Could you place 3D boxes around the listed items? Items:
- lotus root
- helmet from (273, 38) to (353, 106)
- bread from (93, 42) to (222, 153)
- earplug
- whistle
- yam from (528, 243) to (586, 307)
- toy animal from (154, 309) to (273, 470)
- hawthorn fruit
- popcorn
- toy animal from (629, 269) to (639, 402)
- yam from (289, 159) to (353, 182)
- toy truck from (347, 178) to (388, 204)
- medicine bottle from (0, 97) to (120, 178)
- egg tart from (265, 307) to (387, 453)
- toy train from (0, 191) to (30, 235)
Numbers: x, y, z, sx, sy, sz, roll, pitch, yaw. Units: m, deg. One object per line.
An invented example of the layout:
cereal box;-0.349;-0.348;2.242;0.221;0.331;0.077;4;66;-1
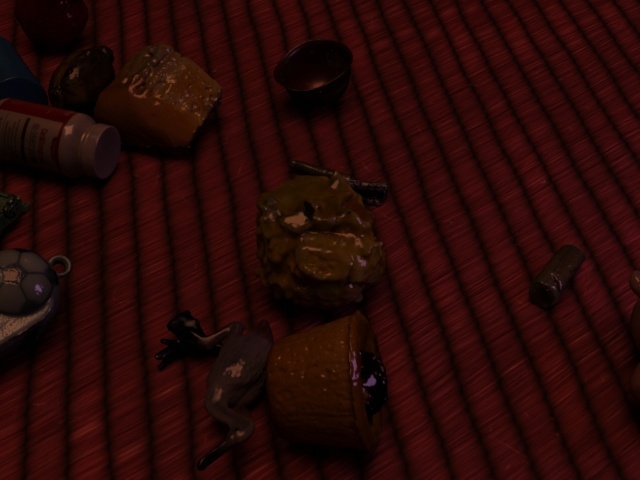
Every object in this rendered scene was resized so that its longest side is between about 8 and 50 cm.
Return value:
lotus root;-0.505;-0.345;2.139;0.120;0.120;0.209;17;50;18
helmet;-0.011;-0.336;2.123;0.175;0.106;0.155;-38;52;-25
bread;-0.351;-0.288;2.047;0.262;0.163;0.204;10;55;23
earplug;-0.685;-0.353;2.148;0.132;0.132;0.273;-20;44;-18
whistle;-0.532;0.106;1.648;0.289;0.164;0.163;-35;53;-31
yam;0.413;0.059;1.745;0.054;0.054;0.132;26;49;25
toy animal;-0.140;0.220;1.567;0.195;0.090;0.324;-21;38;-11
hawthorn fruit;-0.599;-0.532;2.283;0.194;0.157;0.157;-29;35;29
popcorn;-0.006;-0.005;1.701;0.249;0.225;0.249;-8;42;7
toy animal;0.578;0.174;1.541;0.210;0.229;0.221;25;88;-11
yam;0.002;-0.137;1.972;0.129;0.027;0.033;19;87;17
toy truck;0.088;-0.096;1.924;0.083;0.039;0.044;6;28;5
medicine bottle;-0.531;-0.198;1.976;0.250;0.131;0.131;14;46;15
egg tart;0.015;0.213;1.496;0.170;0.215;0.215;-6;43;11
toy train;-0.615;-0.044;1.863;0.099;0.081;0.149;15;52;15
